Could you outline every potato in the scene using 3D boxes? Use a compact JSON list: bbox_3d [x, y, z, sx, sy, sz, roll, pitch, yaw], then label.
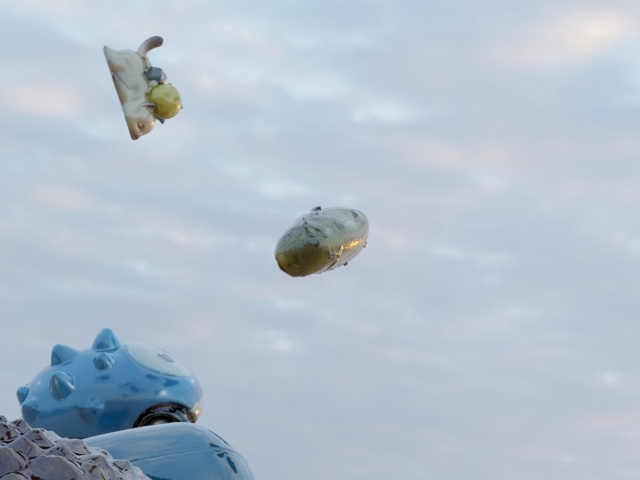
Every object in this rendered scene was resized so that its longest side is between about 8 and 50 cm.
[{"bbox_3d":[0.000,0.000,1.718,0.105,0.085,0.188,-37,-5,25],"label":"potato"}]

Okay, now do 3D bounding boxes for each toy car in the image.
[{"bbox_3d":[-0.287,0.214,1.813,0.255,0.190,0.188,-19,12,-5],"label":"toy car"}]

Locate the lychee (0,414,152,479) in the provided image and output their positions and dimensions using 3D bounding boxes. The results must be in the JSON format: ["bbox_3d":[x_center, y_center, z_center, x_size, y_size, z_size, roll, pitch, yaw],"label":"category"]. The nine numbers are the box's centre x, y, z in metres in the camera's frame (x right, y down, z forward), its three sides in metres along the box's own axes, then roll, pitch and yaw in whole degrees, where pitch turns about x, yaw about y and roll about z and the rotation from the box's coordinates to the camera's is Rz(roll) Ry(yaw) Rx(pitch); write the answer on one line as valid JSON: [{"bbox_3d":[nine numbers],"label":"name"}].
[{"bbox_3d":[-0.184,0.213,0.770,0.271,0.236,0.236,33,-9,18],"label":"lychee"}]

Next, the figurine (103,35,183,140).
[{"bbox_3d":[-0.138,-0.122,1.076,0.051,0.083,0.047,-20,-18,-1],"label":"figurine"}]

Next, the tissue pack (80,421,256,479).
[{"bbox_3d":[-0.180,0.261,1.069,0.288,0.206,0.198,-17,-55,-14],"label":"tissue pack"}]
